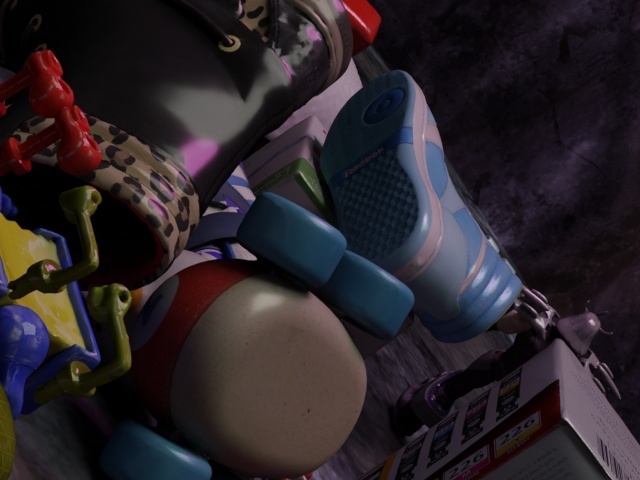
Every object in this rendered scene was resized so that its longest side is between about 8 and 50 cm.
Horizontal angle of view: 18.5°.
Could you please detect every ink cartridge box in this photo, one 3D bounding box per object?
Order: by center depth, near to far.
[{"bbox_3d":[0.059,0.208,1.210,0.130,0.309,0.272,54,10,-4],"label":"ink cartridge box"},{"bbox_3d":[0.000,0.000,2.090,0.201,0.117,0.278,52,12,-11],"label":"ink cartridge box"}]

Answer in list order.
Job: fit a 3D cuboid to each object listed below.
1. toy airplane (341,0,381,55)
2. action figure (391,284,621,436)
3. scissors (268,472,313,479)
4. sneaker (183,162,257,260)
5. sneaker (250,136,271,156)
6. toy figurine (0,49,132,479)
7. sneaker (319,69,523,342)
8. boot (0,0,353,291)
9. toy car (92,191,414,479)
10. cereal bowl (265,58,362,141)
[{"bbox_3d":[-0.174,-0.291,1.956,0.386,0.272,0.384,-2,39,-43],"label":"toy airplane"},{"bbox_3d":[0.198,0.142,2.074,0.185,0.285,0.099,53,35,3],"label":"action figure"},{"bbox_3d":[-0.093,0.122,1.607,0.297,0.021,0.109,47,14,-30],"label":"scissors"},{"bbox_3d":[-0.110,-0.023,1.611,0.323,0.130,0.236,57,1,-12],"label":"sneaker"},{"bbox_3d":[-0.063,-0.101,2.344,0.057,0.047,0.119,31,22,-38],"label":"sneaker"},{"bbox_3d":[-0.168,0.030,1.146,0.217,0.191,0.363,49,12,-51],"label":"toy figurine"},{"bbox_3d":[0.108,-0.019,1.990,0.208,0.127,0.319,44,27,-31],"label":"sneaker"},{"bbox_3d":[-0.197,-0.110,1.397,0.284,0.377,0.138,-59,158,-44],"label":"boot"},{"bbox_3d":[-0.100,0.065,1.409,0.238,0.219,0.210,27,-6,35],"label":"toy car"},{"bbox_3d":[-0.069,-0.249,2.360,0.339,0.141,0.339,42,11,-10],"label":"cereal bowl"}]
